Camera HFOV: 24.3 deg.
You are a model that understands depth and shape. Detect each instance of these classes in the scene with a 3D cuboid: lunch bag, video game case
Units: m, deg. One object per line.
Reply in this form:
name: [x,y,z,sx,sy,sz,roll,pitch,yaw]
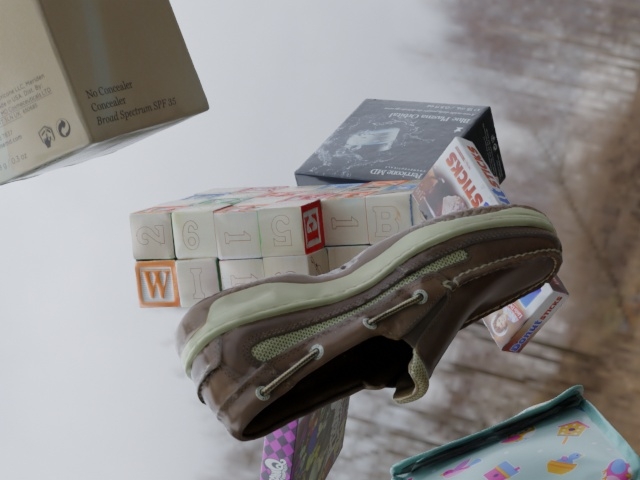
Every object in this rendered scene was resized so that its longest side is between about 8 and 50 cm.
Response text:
lunch bag: [0.192,0.252,1.432,0.262,0.223,0.160,-112,-2,-70]
video game case: [-0.012,0.199,1.637,0.210,0.041,0.232,-54,-23,-54]

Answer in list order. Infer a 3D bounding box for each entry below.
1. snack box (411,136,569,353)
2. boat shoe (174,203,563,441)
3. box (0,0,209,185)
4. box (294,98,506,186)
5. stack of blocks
snack box: [0.126,0.001,1.128,0.064,0.022,0.178,-52,42,26]
boat shoe: [0.045,0.059,0.916,0.095,0.257,0.095,93,153,-55]
box: [-0.220,-0.213,1.124,0.148,0.121,0.311,-26,-84,-52]
box: [0.084,-0.068,1.532,0.158,0.156,0.093,-49,-46,-41]
stack of blocks: [0.000,0.000,1.340,0.171,0.297,0.087,-23,-71,-66]
